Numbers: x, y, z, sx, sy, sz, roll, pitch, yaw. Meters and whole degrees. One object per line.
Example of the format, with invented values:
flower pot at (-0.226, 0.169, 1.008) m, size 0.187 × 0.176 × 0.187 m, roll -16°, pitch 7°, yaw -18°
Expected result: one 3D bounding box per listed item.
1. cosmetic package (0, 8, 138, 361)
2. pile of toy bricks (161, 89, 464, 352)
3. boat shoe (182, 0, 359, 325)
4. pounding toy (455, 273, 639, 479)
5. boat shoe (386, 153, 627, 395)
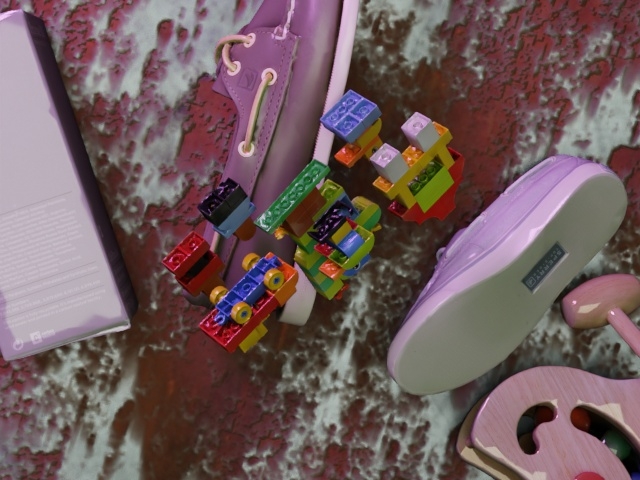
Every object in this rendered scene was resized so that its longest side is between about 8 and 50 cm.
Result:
cosmetic package at (-0.217, -0.042, 1.245) m, size 0.107 × 0.127 × 0.238 m, roll -16°, pitch 96°, yaw -1°
pile of toy bricks at (0.000, 0.000, 1.188) m, size 0.212 × 0.118 × 0.105 m, roll -45°, pitch 136°, yaw -11°
boat shoe at (-0.034, -0.101, 1.257) m, size 0.097 × 0.116 × 0.324 m, roll 7°, pitch 99°, yaw -6°
pounding toy at (0.193, 0.163, 1.251) m, size 0.154 × 0.155 × 0.269 m, roll -11°, pitch 78°, yaw -8°
boat shoe at (0.131, 0.023, 1.293) m, size 0.227 × 0.081 × 0.079 m, roll -43°, pitch 121°, yaw -5°
